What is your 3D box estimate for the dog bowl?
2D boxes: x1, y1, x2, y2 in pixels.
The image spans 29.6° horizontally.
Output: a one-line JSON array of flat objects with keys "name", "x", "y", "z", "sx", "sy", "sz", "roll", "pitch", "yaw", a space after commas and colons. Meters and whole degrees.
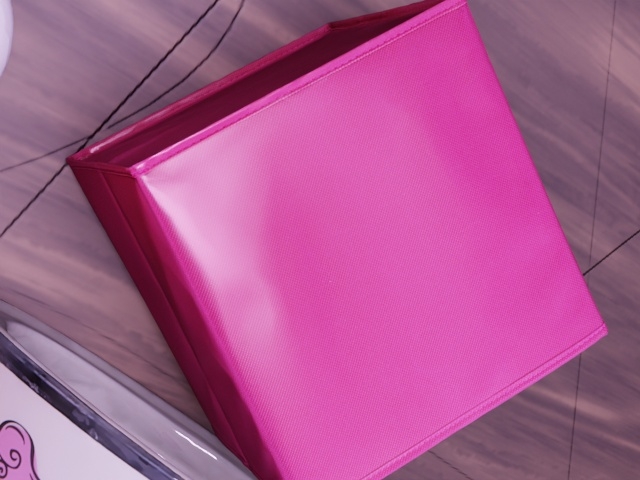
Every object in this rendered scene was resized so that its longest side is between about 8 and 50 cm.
[{"name": "dog bowl", "x": -0.115, "y": 0.207, "z": 0.821, "sx": 0.408, "sy": 0.408, "sz": 0.150, "roll": 40, "pitch": 82, "yaw": -37}]

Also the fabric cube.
[{"name": "fabric cube", "x": 0.000, "y": 0.000, "z": 0.881, "sx": 0.254, "sy": 0.259, "sz": 0.258, "roll": -31, "pitch": 104, "yaw": -15}]

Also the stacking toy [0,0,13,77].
[{"name": "stacking toy", "x": -0.350, "y": 0.002, "z": 0.729, "sx": 0.350, "sy": 0.351, "sz": 0.480, "roll": 41, "pitch": 73, "yaw": -37}]
